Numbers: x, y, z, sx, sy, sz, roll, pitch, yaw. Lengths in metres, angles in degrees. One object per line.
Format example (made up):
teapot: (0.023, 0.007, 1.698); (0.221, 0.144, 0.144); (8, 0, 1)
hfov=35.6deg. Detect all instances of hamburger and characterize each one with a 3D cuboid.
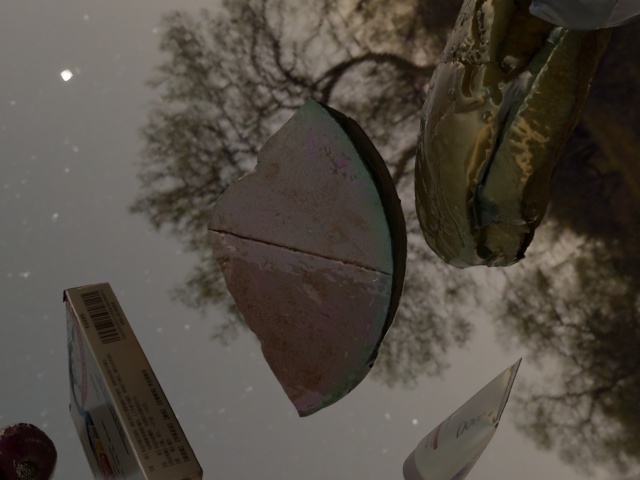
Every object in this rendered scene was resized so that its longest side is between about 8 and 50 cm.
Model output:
hamburger: (0.153, -0.112, 0.838); (0.134, 0.265, 0.285); (24, 162, 15)

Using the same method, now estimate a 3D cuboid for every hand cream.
hand cream: (0.205, 0.278, 1.412); (0.083, 0.248, 0.133); (31, -142, 0)

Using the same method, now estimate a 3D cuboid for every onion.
onion: (-0.426, 0.310, 1.384); (0.104, 0.115, 0.115); (16, 156, 48)

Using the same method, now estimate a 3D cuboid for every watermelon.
watermelon: (0.022, 0.010, 1.309); (0.319, 0.292, 0.222); (54, -155, 3)

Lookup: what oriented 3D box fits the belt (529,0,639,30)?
belt: (0.160, -0.251, 0.593); (0.289, 0.164, 0.184); (34, -118, -24)

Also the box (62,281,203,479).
box: (-0.229, 0.235, 1.175); (0.353, 0.069, 0.214); (-128, 36, -48)
